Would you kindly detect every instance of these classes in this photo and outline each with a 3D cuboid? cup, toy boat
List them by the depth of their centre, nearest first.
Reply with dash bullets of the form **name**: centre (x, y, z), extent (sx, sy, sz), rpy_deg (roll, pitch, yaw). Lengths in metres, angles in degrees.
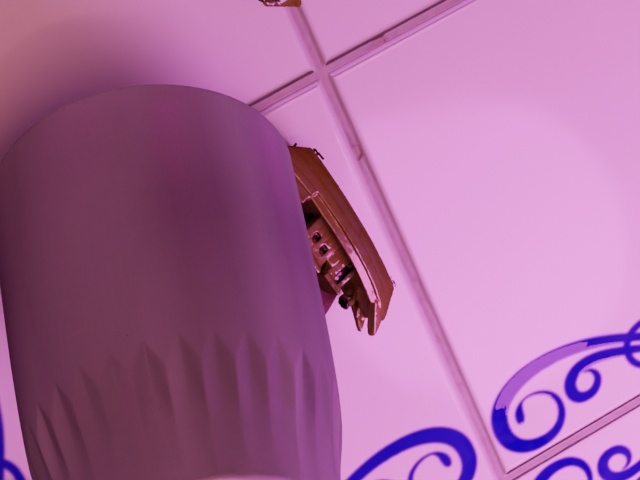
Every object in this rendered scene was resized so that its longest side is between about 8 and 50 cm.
- **cup**: centre (-0.117, 0.079, 1.141), extent (0.253, 0.372, 0.253), rpy_deg (-9, 141, -7)
- **toy boat**: centre (0.000, 0.000, 1.337), extent (0.072, 0.064, 0.206), rpy_deg (-40, 113, -22)

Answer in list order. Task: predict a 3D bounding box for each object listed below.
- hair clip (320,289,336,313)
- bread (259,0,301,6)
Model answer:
- **hair clip**: centre (-0.042, 0.038, 1.368), extent (0.137, 0.022, 0.054), rpy_deg (27, 103, -27)
- **bread**: centre (-0.041, -0.253, 1.232), extent (0.066, 0.060, 0.110), rpy_deg (10, 110, 6)
